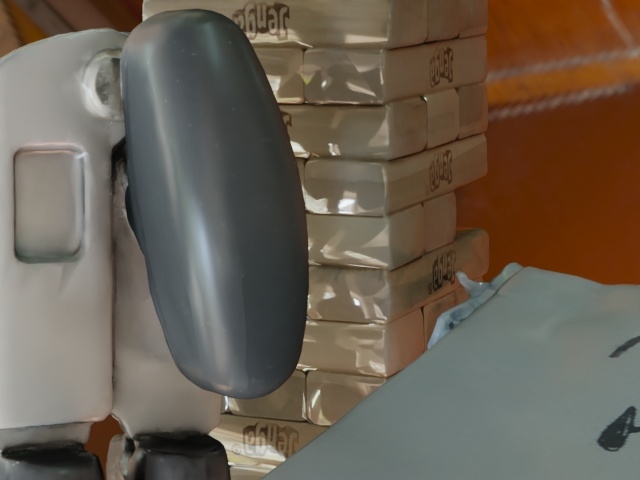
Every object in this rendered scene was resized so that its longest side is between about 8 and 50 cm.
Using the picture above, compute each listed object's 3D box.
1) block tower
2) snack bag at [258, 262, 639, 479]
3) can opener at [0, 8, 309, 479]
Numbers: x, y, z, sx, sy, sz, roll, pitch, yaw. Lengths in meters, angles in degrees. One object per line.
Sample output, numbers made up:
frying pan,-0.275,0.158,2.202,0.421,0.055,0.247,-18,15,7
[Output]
block tower,0.000,0.000,0.597,0.091,0.097,0.335,4,101,26
snack bag,0.132,0.083,0.399,0.342,0.037,0.323,7,20,27
can opener,-0.050,0.080,0.484,0.095,0.076,0.283,4,95,61
